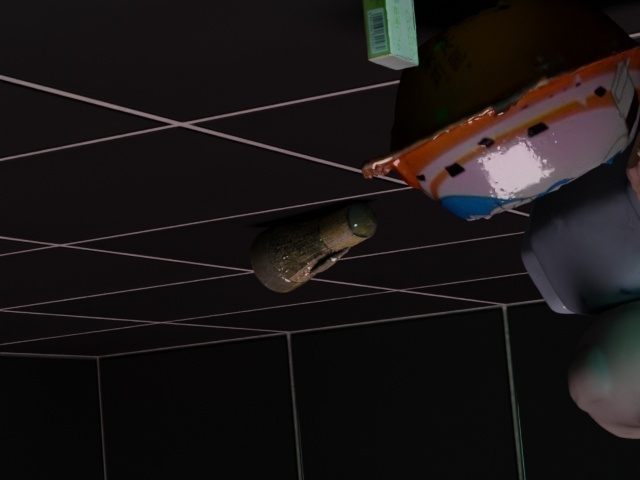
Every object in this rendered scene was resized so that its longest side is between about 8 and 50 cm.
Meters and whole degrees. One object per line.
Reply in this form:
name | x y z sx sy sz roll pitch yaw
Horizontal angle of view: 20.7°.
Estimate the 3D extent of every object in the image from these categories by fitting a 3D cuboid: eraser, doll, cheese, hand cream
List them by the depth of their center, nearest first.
eraser | 0.039 -0.144 1.026 0.019 0.083 0.038 -11 169 30
cheese | 0.179 -0.112 1.206 0.329 0.129 0.217 -23 178 -1
doll | 0.356 0.161 1.689 0.221 0.221 0.251 -2 167 -20
hand cream | 0.000 0.000 2.122 0.084 0.084 0.203 1 164 -36

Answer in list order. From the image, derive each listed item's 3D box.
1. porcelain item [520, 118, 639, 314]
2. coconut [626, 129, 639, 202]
porcelain item | 0.339 -0.022 1.751 0.242 0.178 0.405 -4 172 -8
coconut | 0.329 -0.067 1.020 0.297 0.297 0.309 -4 167 -8
